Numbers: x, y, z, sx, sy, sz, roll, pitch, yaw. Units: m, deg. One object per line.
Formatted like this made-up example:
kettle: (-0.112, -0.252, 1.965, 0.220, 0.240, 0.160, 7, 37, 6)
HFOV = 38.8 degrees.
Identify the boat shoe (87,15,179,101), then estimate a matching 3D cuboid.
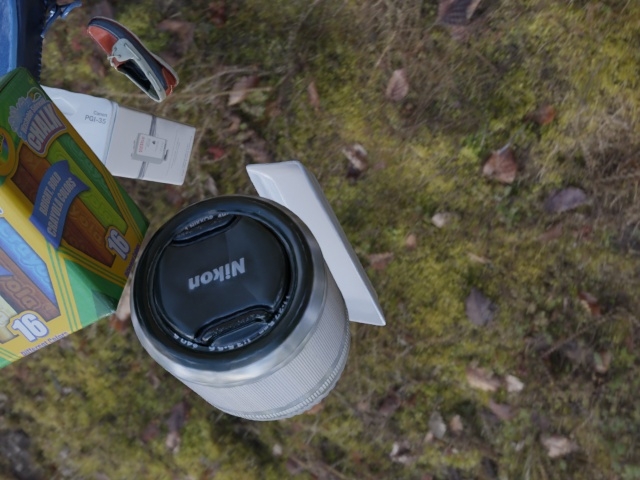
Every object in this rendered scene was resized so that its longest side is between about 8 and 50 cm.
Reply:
boat shoe: (-0.246, -0.232, 1.164, 0.137, 0.043, 0.049, 39, 146, -11)

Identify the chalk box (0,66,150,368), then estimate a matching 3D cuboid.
chalk box: (-0.341, -0.045, 0.918, 0.179, 0.180, 0.289, -25, 119, 19)

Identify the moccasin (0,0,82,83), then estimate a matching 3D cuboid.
moccasin: (-0.362, -0.336, 1.142, 0.138, 0.117, 0.341, 24, 115, 40)

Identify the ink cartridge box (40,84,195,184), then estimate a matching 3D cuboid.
ink cartridge box: (-0.373, -0.178, 1.548, 0.207, 0.283, 0.117, 14, 94, 17)

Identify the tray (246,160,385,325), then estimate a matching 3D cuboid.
tray: (0.000, 0.000, 1.287, 0.145, 0.030, 0.270, 4, 127, 56)

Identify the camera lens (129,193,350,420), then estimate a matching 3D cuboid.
camera lens: (-0.084, 0.088, 1.072, 0.220, 0.219, 0.274, 16, 161, 17)
